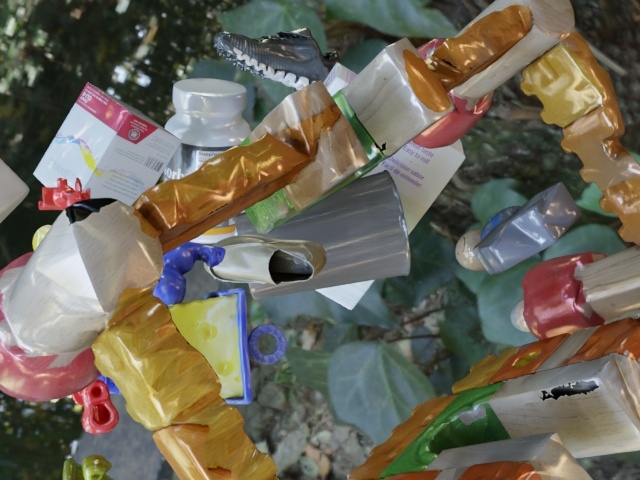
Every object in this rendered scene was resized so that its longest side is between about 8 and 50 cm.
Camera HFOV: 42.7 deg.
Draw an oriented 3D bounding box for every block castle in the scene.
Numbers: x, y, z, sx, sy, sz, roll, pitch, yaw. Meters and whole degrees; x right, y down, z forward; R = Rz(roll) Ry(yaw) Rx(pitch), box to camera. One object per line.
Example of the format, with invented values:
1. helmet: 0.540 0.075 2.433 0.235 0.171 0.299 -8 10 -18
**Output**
1. block castle: 0.045 0.044 0.552 0.303 0.453 0.213 56 145 0

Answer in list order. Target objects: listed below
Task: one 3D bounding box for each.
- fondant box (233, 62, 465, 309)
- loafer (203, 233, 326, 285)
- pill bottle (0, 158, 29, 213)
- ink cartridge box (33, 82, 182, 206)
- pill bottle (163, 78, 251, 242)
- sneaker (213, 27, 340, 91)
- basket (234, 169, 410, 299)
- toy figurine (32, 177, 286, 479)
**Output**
1. fondant box: 0.039 -0.081 1.330 0.330 0.238 0.096 -56 11 22
2. loafer: -0.067 0.024 0.973 0.050 0.148 0.056 -85 -10 -72
3. pill bottle: -0.533 -0.130 0.895 0.224 0.392 0.224 -41 13 11
4. ink cartridge box: -0.340 -0.132 1.308 0.127 0.128 0.176 35 94 33
5. pill bottle: -0.209 -0.148 1.516 0.162 0.162 0.278 38 130 51
6. sneaker: -0.064 -0.313 1.361 0.078 0.234 0.106 28 98 61
7. basket: 0.000 0.000 1.186 0.204 0.227 0.154 85 172 -78
8. toy figurine: -0.118 0.124 0.712 0.191 0.217 0.362 -19 74 60
